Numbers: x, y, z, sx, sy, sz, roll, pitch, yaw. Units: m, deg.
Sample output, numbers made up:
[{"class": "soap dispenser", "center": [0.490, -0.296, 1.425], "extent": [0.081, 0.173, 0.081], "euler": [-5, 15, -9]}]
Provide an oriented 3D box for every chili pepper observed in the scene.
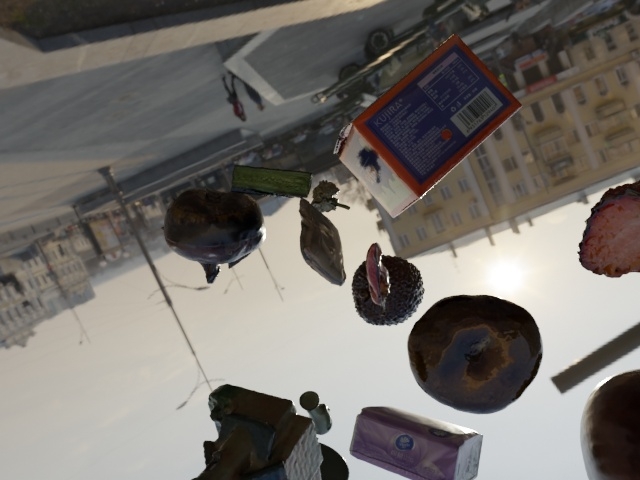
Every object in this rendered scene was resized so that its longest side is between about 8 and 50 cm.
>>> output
[{"class": "chili pepper", "center": [0.124, 0.084, 1.186], "extent": [0.051, 0.267, 0.059], "euler": [21, -120, 29]}]

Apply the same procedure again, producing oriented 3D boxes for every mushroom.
[{"class": "mushroom", "center": [0.333, 0.237, 1.155], "extent": [0.267, 0.267, 0.255], "euler": [-21, 161, 22]}]

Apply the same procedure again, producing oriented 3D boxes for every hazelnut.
[{"class": "hazelnut", "center": [0.800, 0.513, 1.242], "extent": [0.403, 0.428, 0.402], "euler": [-15, 164, -4]}]

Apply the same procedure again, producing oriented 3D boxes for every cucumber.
[{"class": "cucumber", "center": [-0.130, -0.152, 1.449], "extent": [0.212, 0.077, 0.062], "euler": [7, 171, -2]}]

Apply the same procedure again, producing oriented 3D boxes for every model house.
[{"class": "model house", "center": [-0.152, 0.472, 0.987], "extent": [0.245, 0.312, 0.280], "euler": [7, -146, 29]}]

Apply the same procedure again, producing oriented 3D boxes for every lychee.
[{"class": "lychee", "center": [0.219, 0.159, 1.737], "extent": [0.271, 0.235, 0.236], "euler": [3, 167, -40]}]

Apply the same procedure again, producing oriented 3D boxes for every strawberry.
[{"class": "strawberry", "center": [0.616, -0.031, 1.069], "extent": [0.111, 0.190, 0.236], "euler": [-51, 174, -39]}]

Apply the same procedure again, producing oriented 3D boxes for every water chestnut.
[{"class": "water chestnut", "center": [-0.311, -0.015, 1.593], "extent": [0.300, 0.299, 0.300], "euler": [-23, -174, 3]}]

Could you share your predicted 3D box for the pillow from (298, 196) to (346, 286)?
[{"class": "pillow", "center": [0.000, 0.000, 1.363], "extent": [0.067, 0.173, 0.270], "euler": [-34, -148, 18]}]

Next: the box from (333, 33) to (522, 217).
[{"class": "box", "center": [0.257, -0.281, 1.399], "extent": [0.349, 0.257, 0.318], "euler": [-42, 179, -6]}]

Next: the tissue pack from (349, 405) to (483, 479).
[{"class": "tissue pack", "center": [0.290, 0.619, 1.647], "extent": [0.339, 0.160, 0.242], "euler": [9, 175, 33]}]

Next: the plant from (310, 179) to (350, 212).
[{"class": "plant", "center": [0.028, -0.109, 1.544], "extent": [0.104, 0.122, 0.116], "euler": [-62, -176, 16]}]

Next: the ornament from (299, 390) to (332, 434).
[{"class": "ornament", "center": [-0.008, 0.519, 1.616], "extent": [0.081, 0.156, 0.075], "euler": [-36, -142, -18]}]

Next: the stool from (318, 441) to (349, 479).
[{"class": "stool", "center": [-0.058, 0.992, 2.104], "extent": [0.297, 0.329, 0.297], "euler": [19, -164, -6]}]
